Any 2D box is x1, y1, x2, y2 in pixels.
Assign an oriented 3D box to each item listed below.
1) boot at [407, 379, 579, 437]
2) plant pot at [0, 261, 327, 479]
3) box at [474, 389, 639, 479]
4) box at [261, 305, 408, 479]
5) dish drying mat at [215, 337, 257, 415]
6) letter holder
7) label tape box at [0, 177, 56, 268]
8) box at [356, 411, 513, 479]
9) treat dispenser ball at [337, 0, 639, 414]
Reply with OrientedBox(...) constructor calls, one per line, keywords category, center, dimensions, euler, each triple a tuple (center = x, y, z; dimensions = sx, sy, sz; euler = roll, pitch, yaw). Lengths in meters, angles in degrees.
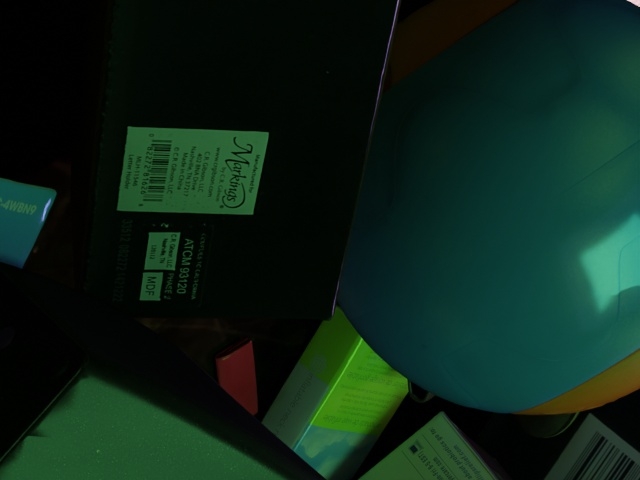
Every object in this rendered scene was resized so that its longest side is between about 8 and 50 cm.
OrientedBox(category="boot", center=(0.132, 0.083, 1.587), dimensions=(0.207, 0.090, 0.248), euler=(-30, 130, -42))
OrientedBox(category="plant pot", center=(-0.142, 0.122, 1.036), dimensions=(0.188, 0.187, 0.167), euler=(-49, 131, -4))
OrientedBox(category="box", center=(0.361, 0.246, 1.846), dimensions=(0.395, 0.293, 0.212), euler=(16, 109, -55))
OrientedBox(category="box", center=(0.005, 0.140, 1.542), dimensions=(0.109, 0.042, 0.178), euler=(17, 107, -56))
OrientedBox(category="dish drying mat", center=(-0.061, 0.105, 1.462), dimensions=(0.032, 0.008, 0.083), euler=(-33, 144, -25))
OrientedBox(category="letter holder", center=(-0.059, -0.136, 1.128), dimensions=(0.152, 0.214, 0.302), euler=(1, 131, -13))
OrientedBox(category="label tape box", center=(-0.323, 0.081, 1.030), dimensions=(0.249, 0.115, 0.347), euler=(14, 108, -55))
OrientedBox(category="box", center=(0.063, 0.276, 1.611), dimensions=(0.243, 0.117, 0.213), euler=(-39, 157, 2))
OrientedBox(category="treat dispenser ball", center=(0.137, -0.029, 1.316), dimensions=(0.288, 0.288, 0.288), euler=(-31, 142, -28))
